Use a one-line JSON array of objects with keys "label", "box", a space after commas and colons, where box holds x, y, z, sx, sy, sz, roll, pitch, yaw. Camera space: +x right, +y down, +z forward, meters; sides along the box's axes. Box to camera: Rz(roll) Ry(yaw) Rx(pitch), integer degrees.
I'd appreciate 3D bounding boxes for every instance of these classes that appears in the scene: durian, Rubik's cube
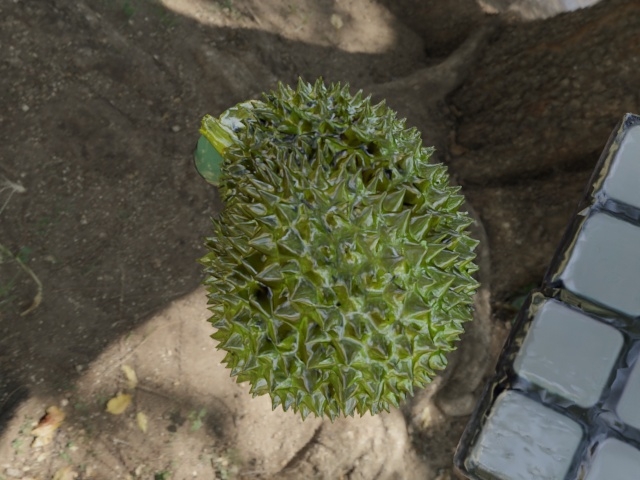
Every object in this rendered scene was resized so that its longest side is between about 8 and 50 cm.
[{"label": "durian", "box": [0.015, 0.002, 0.391, 0.159, 0.146, 0.198, 2, 75, -24]}, {"label": "Rubik's cube", "box": [0.363, 0.133, 0.649, 0.337, 0.344, 0.344, -65, 158, -4]}]
